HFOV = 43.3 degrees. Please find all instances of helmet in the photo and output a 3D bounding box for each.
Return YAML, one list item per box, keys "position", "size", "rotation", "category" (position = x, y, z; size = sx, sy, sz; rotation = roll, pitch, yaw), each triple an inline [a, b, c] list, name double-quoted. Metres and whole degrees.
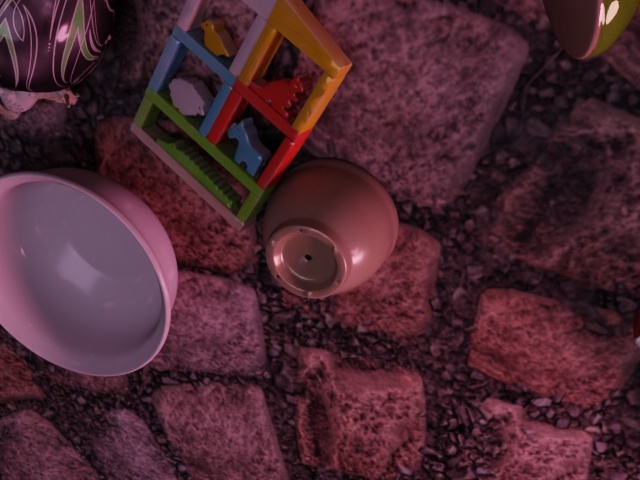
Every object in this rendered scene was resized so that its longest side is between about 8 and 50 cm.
- position: [-0.310, -0.248, 0.869]
  size: [0.169, 0.169, 0.161]
  rotation: [30, 169, 2]
  category: "helmet"

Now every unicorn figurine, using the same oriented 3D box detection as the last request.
- position: [-0.359, -0.197, 0.995]
  size: [0.162, 0.060, 0.111]
  rotation: [-19, 113, 47]
  category: "unicorn figurine"

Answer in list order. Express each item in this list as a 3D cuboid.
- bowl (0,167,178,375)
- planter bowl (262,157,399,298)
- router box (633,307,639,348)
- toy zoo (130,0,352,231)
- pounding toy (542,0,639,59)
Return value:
- position: [-0.300, 0.021, 1.051]
  size: [0.298, 0.134, 0.298]
  rotation: [10, 123, 16]
  category: "bowl"
- position: [0.000, 0.000, 0.936]
  size: [0.162, 0.109, 0.162]
  rotation: [10, 124, 15]
  category: "planter bowl"
- position: [0.528, 0.128, 0.757]
  size: [0.301, 0.082, 0.335]
  rotation: [-40, 88, 27]
  category: "router box"
- position: [-0.089, -0.173, 0.888]
  size: [0.192, 0.030, 0.293]
  rotation: [43, 127, 9]
  category: "toy zoo"
- position: [0.244, -0.268, 0.642]
  size: [0.110, 0.183, 0.237]
  rotation: [-12, 138, 4]
  category: "pounding toy"
